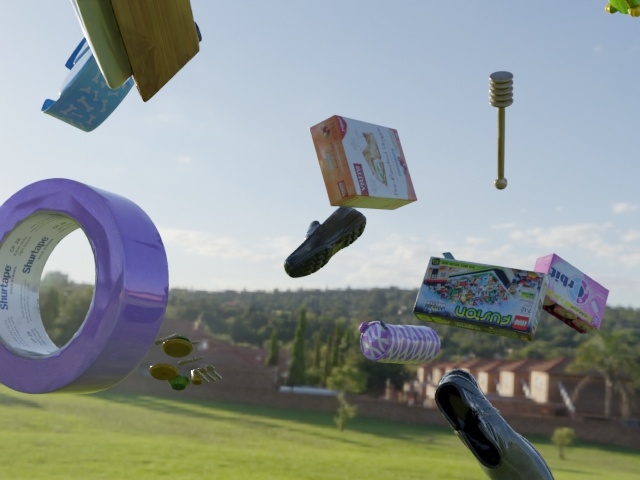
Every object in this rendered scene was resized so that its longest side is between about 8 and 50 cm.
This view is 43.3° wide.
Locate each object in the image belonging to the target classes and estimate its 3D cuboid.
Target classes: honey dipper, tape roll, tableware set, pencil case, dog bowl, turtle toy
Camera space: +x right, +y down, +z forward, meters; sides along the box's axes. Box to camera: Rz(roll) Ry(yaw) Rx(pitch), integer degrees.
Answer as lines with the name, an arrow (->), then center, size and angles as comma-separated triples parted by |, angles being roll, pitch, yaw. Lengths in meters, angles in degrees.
honey dipper -> 0.229, -0.135, 1.021 | 0.030, 0.161, 0.030 | -6, 35, 4
tape roll -> -0.333, 0.061, 1.050 | 0.274, 0.275, 0.090 | 1, -10, 27
tableware set -> -0.234, 0.192, 1.294 | 0.104, 0.024, 0.154 | -18, -43, 16
pencil case -> 0.167, 0.215, 1.702 | 0.206, 0.086, 0.088 | 15, 21, -48
dog bowl -> -0.333, -0.274, 1.244 | 0.166, 0.297, 0.074 | -37, -61, 25
turtle toy -> 0.684, -0.564, 1.812 | 0.130, 0.066, 0.095 | 51, -10, -37

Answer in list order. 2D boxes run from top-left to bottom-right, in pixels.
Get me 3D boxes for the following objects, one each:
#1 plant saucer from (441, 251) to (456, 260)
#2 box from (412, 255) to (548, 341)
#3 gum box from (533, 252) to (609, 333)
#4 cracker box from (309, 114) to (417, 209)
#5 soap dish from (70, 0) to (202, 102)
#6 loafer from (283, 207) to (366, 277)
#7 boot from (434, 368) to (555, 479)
plant saucer -> 0.280, 0.058, 1.638 | 0.018, 0.067, 0.192 | -35, -14, 7
box -> 0.272, 0.097, 1.374 | 0.206, 0.114, 0.036 | 8, -25, 29
gum box -> 0.569, 0.125, 1.843 | 0.188, 0.107, 0.062 | 31, -25, -16
cracker box -> 0.086, -0.142, 1.527 | 0.067, 0.156, 0.232 | -22, -12, 33
soap dish -> -0.220, -0.322, 0.824 | 0.118, 0.229, 0.291 | -22, -28, -11
loafer -> 0.000, 0.000, 1.612 | 0.078, 0.223, 0.076 | 37, -38, 22
boot -> 0.242, 0.297, 1.142 | 0.083, 0.246, 0.161 | -40, -5, 9
